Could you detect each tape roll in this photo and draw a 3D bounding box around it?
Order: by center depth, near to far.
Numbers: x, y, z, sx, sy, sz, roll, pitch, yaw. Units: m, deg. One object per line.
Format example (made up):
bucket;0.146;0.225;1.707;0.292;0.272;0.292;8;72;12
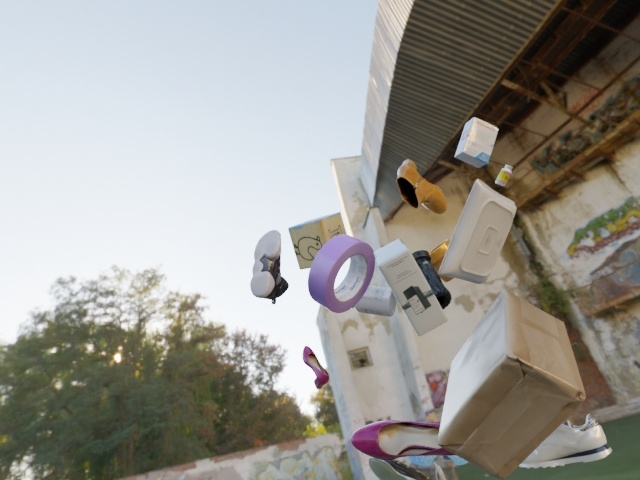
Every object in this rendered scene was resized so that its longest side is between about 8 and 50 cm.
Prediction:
tape roll;0.081;0.121;1.469;0.274;0.090;0.275;-26;-52;-38

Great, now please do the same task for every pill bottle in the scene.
pill bottle;0.766;-0.271;1.684;0.043;0.043;0.084;12;-73;-41
pill bottle;0.219;0.266;1.832;0.229;0.131;0.131;4;-20;26

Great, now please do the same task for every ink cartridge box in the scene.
ink cartridge box;0.224;0.114;1.027;0.086;0.209;0.153;-29;9;7
ink cartridge box;0.472;-0.295;1.221;0.088;0.123;0.052;23;-10;-6

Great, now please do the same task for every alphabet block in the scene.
alphabet block;0.000;0.000;1.801;0.192;0.197;0.193;-14;6;35

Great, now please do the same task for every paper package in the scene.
paper package;0.434;0.327;0.962;0.325;0.168;0.310;-40;-24;-61

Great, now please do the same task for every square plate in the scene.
square plate;0.588;-0.010;1.462;0.343;0.049;0.348;14;-81;-43

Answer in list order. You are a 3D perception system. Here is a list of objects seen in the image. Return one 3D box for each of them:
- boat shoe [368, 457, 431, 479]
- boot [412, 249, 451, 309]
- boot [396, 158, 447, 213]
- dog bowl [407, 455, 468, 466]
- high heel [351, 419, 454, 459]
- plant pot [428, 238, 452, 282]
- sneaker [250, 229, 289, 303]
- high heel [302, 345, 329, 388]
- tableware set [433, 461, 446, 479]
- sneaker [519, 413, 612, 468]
boat shoe;0.279;0.822;1.424;0.227;0.081;0.068;12;17;38
boot;0.457;0.242;1.813;0.130;0.260;0.348;-11;-40;-7
boot;0.397;-0.172;1.604;0.104;0.211;0.295;-30;-70;34
dog bowl;0.551;0.971;1.899;0.296;0.074;0.166;-3;7;2
high heel;0.281;0.633;1.309;0.376;0.127;0.181;-7;-35;7
plant pot;0.706;0.129;2.312;0.205;0.188;0.205;-37;-8;-6
sneaker;-0.181;0.104;1.520;0.101;0.269;0.153;-2;-27;21
high heel;-0.021;0.617;2.044;0.082;0.244;0.117;10;-52;-28
tableware set;0.223;0.500;0.714;0.019;0.141;0.169;-6;-72;-2
sneaker;0.600;0.519;1.035;0.235;0.095;0.090;-29;-24;25
